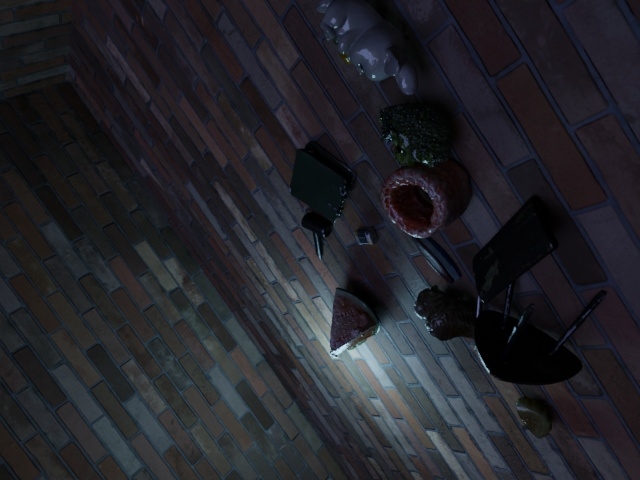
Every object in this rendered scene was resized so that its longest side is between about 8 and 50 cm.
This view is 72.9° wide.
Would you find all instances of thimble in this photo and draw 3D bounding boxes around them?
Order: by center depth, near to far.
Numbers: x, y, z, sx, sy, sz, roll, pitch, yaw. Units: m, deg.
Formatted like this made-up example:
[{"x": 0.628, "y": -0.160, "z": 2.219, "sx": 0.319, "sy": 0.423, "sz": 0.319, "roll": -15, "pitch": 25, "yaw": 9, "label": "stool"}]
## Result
[{"x": 0.319, "y": -0.138, "z": 1.312, "sx": 0.239, "sy": 0.162, "sz": 0.239, "roll": 28, "pitch": 136, "yaw": 32, "label": "thimble"}]

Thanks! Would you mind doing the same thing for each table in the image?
[{"x": 0.602, "y": 0.210, "z": 1.253, "sx": 0.317, "sy": 0.317, "sz": 0.249, "roll": 28, "pitch": 126, "yaw": 32, "label": "table"}]

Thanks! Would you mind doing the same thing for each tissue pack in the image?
[{"x": 0.177, "y": -0.015, "z": 1.687, "sx": 0.083, "sy": 0.042, "sz": 0.062, "roll": 3, "pitch": 125, "yaw": 49, "label": "tissue pack"}]

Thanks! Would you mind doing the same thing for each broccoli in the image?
[{"x": 0.257, "y": -0.296, "z": 1.212, "sx": 0.226, "sy": 0.198, "sz": 0.176, "roll": 4, "pitch": 110, "yaw": 40, "label": "broccoli"}]

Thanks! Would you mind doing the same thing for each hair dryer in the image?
[{"x": 0.000, "y": 0.000, "z": 1.905, "sx": 0.128, "sy": 0.070, "sz": 0.256, "roll": 26, "pitch": 145, "yaw": 33, "label": "hair dryer"}]

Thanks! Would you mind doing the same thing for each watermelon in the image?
[{"x": 0.162, "y": 0.386, "z": 1.946, "sx": 0.222, "sy": 0.319, "sz": 0.292, "roll": 4, "pitch": 170, "yaw": 14, "label": "watermelon"}]

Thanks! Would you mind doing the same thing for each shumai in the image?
[{"x": 0.451, "y": 0.241, "z": 1.536, "sx": 0.184, "sy": 0.218, "sz": 0.186, "roll": 111, "pitch": 154, "yaw": -47, "label": "shumai"}]

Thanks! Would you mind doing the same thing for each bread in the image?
[{"x": 0.759, "y": 0.613, "z": 1.526, "sx": 0.157, "sy": 0.083, "sz": 0.094, "roll": 45, "pitch": 142, "yaw": 7, "label": "bread"}]

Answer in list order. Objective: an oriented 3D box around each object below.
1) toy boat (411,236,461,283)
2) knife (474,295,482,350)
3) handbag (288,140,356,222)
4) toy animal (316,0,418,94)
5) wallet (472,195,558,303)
[{"x": 0.392, "y": 0.053, "z": 1.499, "sx": 0.229, "sy": 0.046, "sz": 0.080, "roll": 50, "pitch": 149, "yaw": 1, "label": "toy boat"}, {"x": 0.534, "y": 0.254, "z": 1.450, "sx": 0.022, "sy": 0.046, "sz": 0.256, "roll": 8, "pitch": 105, "yaw": 34, "label": "knife"}, {"x": 0.003, "y": -0.220, "z": 1.680, "sx": 0.260, "sy": 0.079, "sz": 0.248, "roll": 39, "pitch": 144, "yaw": 17, "label": "handbag"}, {"x": 0.132, "y": -0.526, "z": 1.151, "sx": 0.325, "sy": 0.208, "sz": 0.154, "roll": 46, "pitch": 106, "yaw": 27, "label": "toy animal"}, {"x": 0.531, "y": 0.035, "z": 1.232, "sx": 0.044, "sy": 0.171, "sz": 0.321, "roll": 8, "pitch": 144, "yaw": -14, "label": "wallet"}]
